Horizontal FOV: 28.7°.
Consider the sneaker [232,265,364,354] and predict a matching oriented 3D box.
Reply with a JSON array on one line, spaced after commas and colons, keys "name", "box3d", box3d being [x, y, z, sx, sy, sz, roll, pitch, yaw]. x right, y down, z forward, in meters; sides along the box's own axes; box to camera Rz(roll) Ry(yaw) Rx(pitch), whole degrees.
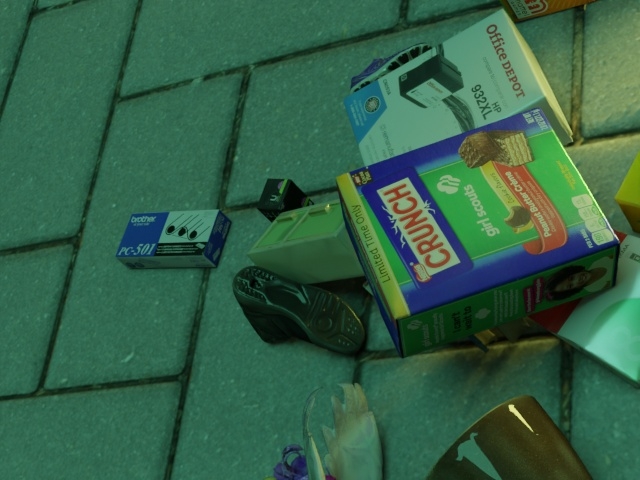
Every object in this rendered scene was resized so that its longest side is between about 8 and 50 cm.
[{"name": "sneaker", "box3d": [-0.032, 0.127, 2.012, 0.228, 0.130, 0.087, 22, 67, 12]}]

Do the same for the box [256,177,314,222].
[{"name": "box", "box3d": [-0.060, -0.060, 2.145, 0.052, 0.083, 0.062, 3, 62, 36]}]

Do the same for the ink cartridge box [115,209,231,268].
[{"name": "ink cartridge box", "box3d": [-0.267, -0.002, 2.271, 0.207, 0.046, 0.097, -1, 59, 33]}]

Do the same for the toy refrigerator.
[{"name": "toy refrigerator", "box3d": [0.000, 0.000, 1.978, 0.102, 0.094, 0.269, -51, 20, -26]}]

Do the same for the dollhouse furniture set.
[{"name": "dollhouse furniture set", "box3d": [0.183, 0.095, 1.848, 0.129, 0.129, 0.184, -46, 47, -1]}]

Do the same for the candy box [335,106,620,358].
[{"name": "candy box", "box3d": [0.210, -0.014, 1.732, 0.317, 0.122, 0.268, -20, 53, -3]}]

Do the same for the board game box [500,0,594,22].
[{"name": "board game box", "box3d": [0.413, -0.638, 2.030, 0.356, 0.356, 0.356, -12, 55, 27]}]

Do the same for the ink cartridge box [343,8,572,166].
[{"name": "ink cartridge box", "box3d": [0.217, -0.197, 2.021, 0.307, 0.129, 0.223, -28, 48, 15]}]

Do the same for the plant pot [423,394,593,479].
[{"name": "plant pot", "box3d": [0.275, 0.352, 1.583, 0.215, 0.215, 0.230, -45, 60, 0]}]

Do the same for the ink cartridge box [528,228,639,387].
[{"name": "ink cartridge box", "box3d": [0.394, 0.069, 1.729, 0.225, 0.056, 0.181, 34, 82, 20]}]

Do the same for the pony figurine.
[{"name": "pony figurine", "box3d": [-0.011, 0.389, 1.721, 0.364, 0.303, 0.350, -20, 84, 18]}]

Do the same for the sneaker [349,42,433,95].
[{"name": "sneaker", "box3d": [0.121, -0.306, 2.205, 0.170, 0.068, 0.071, -26, 44, 18]}]

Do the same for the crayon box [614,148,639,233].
[{"name": "crayon box", "box3d": [0.630, -0.148, 1.730, 0.313, 0.106, 0.363, 19, 73, 41]}]
